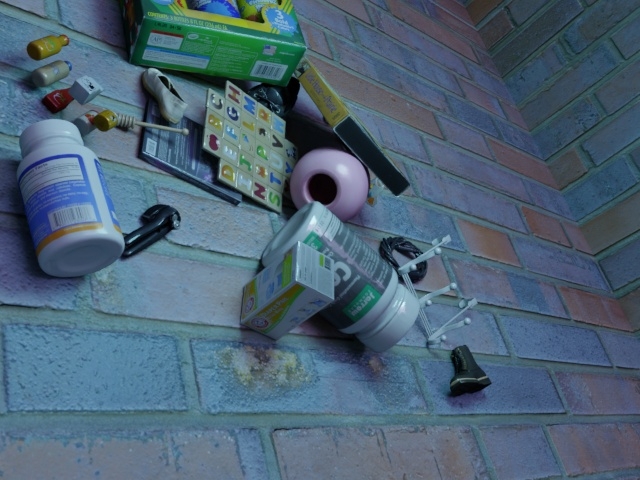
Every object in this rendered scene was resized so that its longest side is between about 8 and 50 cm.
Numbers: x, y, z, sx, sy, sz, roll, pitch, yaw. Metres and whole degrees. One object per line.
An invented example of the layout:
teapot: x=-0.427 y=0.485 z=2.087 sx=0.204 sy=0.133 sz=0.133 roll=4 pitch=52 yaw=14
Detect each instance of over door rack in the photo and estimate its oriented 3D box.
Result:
over door rack: x=0.361 y=0.129 z=2.052 sx=0.324 sy=0.108 sz=0.239 roll=-30 pitch=98 yaw=-55

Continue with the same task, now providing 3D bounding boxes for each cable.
cable: x=0.248 y=0.053 z=2.102 sx=0.185 sy=0.047 sz=0.150 roll=-1 pitch=55 yaw=-46

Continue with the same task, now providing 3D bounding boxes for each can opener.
can opener: x=-0.354 y=-0.018 z=1.477 sx=0.186 sy=0.073 sz=0.059 roll=-54 pitch=141 yaw=-52

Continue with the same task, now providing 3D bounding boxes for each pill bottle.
pill bottle: x=-0.470 y=-0.083 z=1.308 sx=0.152 sy=0.152 sz=0.272 roll=3 pitch=56 yaw=-48
pill bottle: x=0.054 y=0.092 z=1.696 sx=0.361 sy=0.204 sz=0.204 roll=41 pitch=36 yaw=-14

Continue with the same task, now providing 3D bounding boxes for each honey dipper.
honey dipper: x=-0.383 y=-0.263 z=1.629 sx=0.161 sy=0.030 sz=0.030 roll=9 pitch=49 yaw=-17

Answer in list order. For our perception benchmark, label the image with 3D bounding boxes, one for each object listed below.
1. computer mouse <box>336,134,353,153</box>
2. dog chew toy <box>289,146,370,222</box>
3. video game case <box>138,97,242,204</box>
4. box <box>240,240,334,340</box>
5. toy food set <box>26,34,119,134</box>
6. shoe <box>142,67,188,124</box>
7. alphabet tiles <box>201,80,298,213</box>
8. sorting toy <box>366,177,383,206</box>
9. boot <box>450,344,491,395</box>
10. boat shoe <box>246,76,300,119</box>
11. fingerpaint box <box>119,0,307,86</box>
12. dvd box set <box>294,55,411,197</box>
computer mouse: x=0.087 y=-0.338 z=2.273 sx=0.106 sy=0.042 sz=0.193 roll=-8 pitch=65 yaw=-53
dog chew toy: x=0.043 y=-0.159 z=1.930 sx=0.206 sy=0.207 sz=0.332 roll=51 pitch=19 yaw=0
video game case: x=-0.308 y=-0.216 z=1.727 sx=0.274 sy=0.026 sz=0.196 roll=27 pitch=41 yaw=-32
box: x=-0.072 y=0.113 z=1.534 sx=0.103 sy=0.203 sz=0.114 roll=29 pitch=42 yaw=-28
toy food set: x=-0.516 y=-0.324 z=1.510 sx=0.232 sy=0.111 sz=0.104 roll=44 pitch=35 yaw=-6
shoe: x=-0.373 y=-0.363 z=1.721 sx=0.077 sy=0.058 sz=0.219 roll=18 pitch=30 yaw=-45
alphabet tiles: x=-0.171 y=-0.237 z=1.815 sx=0.343 sy=0.011 sz=0.285 roll=29 pitch=54 yaw=-45
sorting toy: x=0.163 y=-0.162 z=2.167 sx=0.045 sy=0.075 sz=0.083 roll=21 pitch=44 yaw=-36
boot: x=0.385 y=0.353 z=1.962 sx=0.198 sy=0.077 sz=0.137 roll=19 pitch=40 yaw=-57
boat shoe: x=-0.147 y=-0.385 z=1.985 sx=0.127 sy=0.113 sz=0.340 roll=51 pitch=34 yaw=-1
fingerpaint box: x=-0.298 y=-0.628 z=1.902 sx=0.445 sy=0.163 sz=0.371 roll=3 pitch=55 yaw=-29
dvd box set: x=0.080 y=-0.326 z=1.994 sx=0.307 sy=0.062 sz=0.420 roll=43 pitch=12 yaw=-36
